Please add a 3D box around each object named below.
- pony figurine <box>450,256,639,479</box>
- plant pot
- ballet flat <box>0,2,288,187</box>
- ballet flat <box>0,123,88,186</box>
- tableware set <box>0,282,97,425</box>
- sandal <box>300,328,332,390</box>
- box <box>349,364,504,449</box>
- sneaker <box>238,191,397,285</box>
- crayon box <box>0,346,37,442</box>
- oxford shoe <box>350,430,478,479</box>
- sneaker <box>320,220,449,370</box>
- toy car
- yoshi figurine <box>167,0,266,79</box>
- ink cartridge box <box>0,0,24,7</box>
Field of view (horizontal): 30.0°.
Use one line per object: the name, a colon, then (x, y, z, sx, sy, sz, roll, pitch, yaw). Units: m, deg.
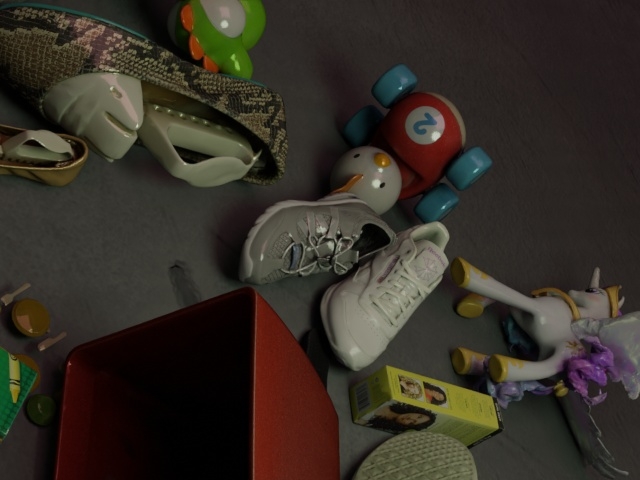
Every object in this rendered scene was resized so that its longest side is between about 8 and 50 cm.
pony figurine: (0.397, 0.181, 1.920, 0.363, 0.303, 0.351, 3, 50, -28)
plant pot: (-0.114, 0.247, 1.315, 0.235, 0.267, 0.267, 39, 40, -46)
ballet flat: (-0.219, -0.169, 1.584, 0.482, 0.164, 0.182, 15, 51, -44)
ballet flat: (-0.386, -0.118, 1.440, 0.232, 0.073, 0.080, 6, 60, -44)
tableware set: (-0.331, 0.131, 1.357, 0.154, 0.024, 0.104, 55, 41, -2)
sandal: (-0.021, 0.184, 1.635, 0.067, 0.040, 0.179, 51, 23, -14)
box: (0.156, 0.246, 1.730, 0.232, 0.087, 0.058, 19, 48, -36)
sneaker: (0.000, 0.000, 1.688, 0.115, 0.105, 0.281, 29, 35, 31)
crayon box: (-0.397, 0.154, 1.058, 0.165, 0.278, 0.081, 39, 39, -19)
oxford shoe: (0.105, 0.401, 1.538, 0.449, 0.169, 0.130, -64, 158, -60)
sneaker: (0.099, 0.066, 1.750, 0.114, 0.152, 0.305, 48, 39, -13)
toy car: (0.099, -0.115, 1.864, 0.219, 0.210, 0.238, 49, 50, 9)
yoshi figurine: (-0.179, -0.405, 1.765, 0.203, 0.203, 0.362, -31, 119, -26)
ink cartridge box: (-0.403, -0.432, 1.551, 0.198, 0.115, 0.273, 48, 61, -8)
